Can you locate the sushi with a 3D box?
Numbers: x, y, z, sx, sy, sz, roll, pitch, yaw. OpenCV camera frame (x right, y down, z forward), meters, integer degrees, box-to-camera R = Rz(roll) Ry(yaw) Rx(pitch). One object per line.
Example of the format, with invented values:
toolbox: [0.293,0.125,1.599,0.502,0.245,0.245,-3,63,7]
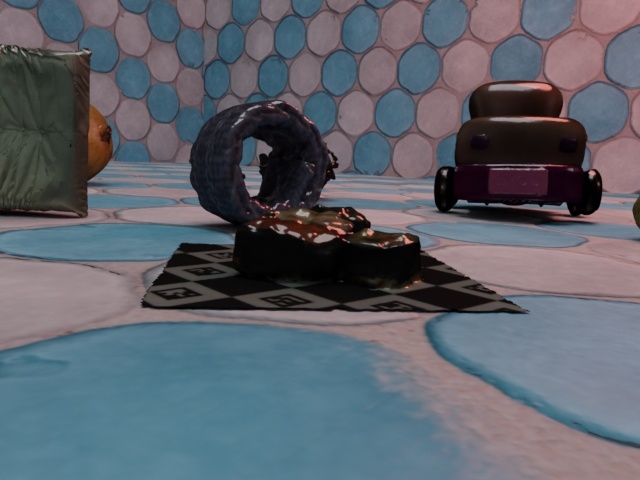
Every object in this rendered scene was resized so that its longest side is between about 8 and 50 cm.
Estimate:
sushi: [0.000,0.000,0.426,0.231,0.047,0.219,2,9,-8]

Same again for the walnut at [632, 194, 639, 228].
walnut: [0.443,-0.036,0.711,0.092,0.092,0.092,3,9,0]

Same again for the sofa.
sofa: [-0.380,-0.121,0.594,0.175,0.210,0.225,7,6,16]

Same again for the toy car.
toy car: [0.346,-0.167,0.999,0.271,0.241,0.340,3,6,15]

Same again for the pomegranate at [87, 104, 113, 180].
pomegranate: [-0.532,-0.207,1.192,0.191,0.191,0.191,3,9,0]

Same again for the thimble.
thimble: [-0.072,-0.088,0.659,0.150,0.150,0.097,-4,6,-37]

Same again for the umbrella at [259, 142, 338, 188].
umbrella: [-0.061,-0.132,1.039,0.154,0.128,0.336,7,12,12]
